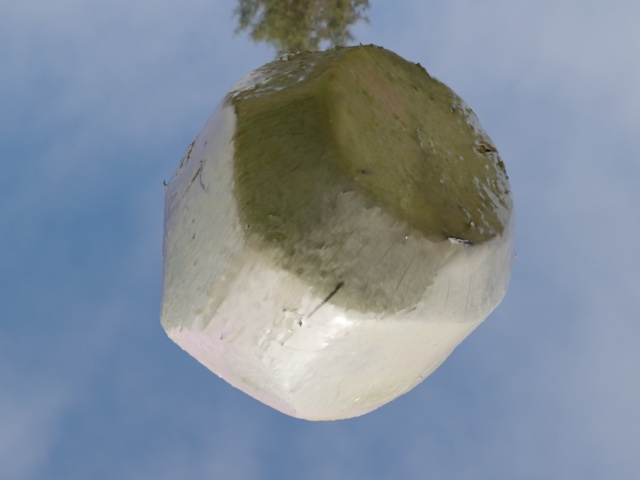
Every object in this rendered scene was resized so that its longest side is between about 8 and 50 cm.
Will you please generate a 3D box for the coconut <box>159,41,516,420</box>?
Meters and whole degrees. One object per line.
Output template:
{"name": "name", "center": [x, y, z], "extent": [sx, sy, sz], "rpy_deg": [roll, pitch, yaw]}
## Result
{"name": "coconut", "center": [0.002, 0.000, 0.613], "extent": [0.227, 0.230, 0.227], "rpy_deg": [22, -134, -24]}
